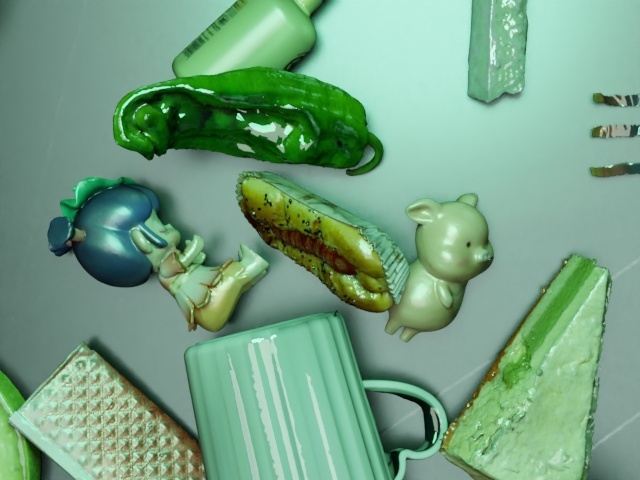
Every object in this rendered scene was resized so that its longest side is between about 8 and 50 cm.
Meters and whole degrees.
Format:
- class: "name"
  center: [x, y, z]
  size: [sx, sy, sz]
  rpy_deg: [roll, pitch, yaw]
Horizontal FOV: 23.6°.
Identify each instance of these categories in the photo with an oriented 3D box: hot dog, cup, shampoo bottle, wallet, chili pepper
- class: "hot dog"
  center: [0.000, 0.000, 1.364]
  size: [0.191, 0.108, 0.059]
  rpy_deg: [30, 64, 36]
- class: "cup"
  center: [-0.013, 0.172, 1.384]
  size: [0.167, 0.221, 0.202]
  rpy_deg: [-16, 87, 40]
- class: "shampoo bottle"
  center: [-0.054, -0.185, 1.394]
  size: [0.162, 0.079, 0.079]
  rpy_deg: [-42, 88, 5]
- class: "wallet"
  center: [-0.184, 0.194, 1.427]
  size: [0.196, 0.020, 0.103]
  rpy_deg: [41, 77, -2]
- class: "chili pepper"
  center: [-0.058, -0.103, 1.350]
  size: [0.257, 0.074, 0.100]
  rpy_deg: [4, 108, -17]

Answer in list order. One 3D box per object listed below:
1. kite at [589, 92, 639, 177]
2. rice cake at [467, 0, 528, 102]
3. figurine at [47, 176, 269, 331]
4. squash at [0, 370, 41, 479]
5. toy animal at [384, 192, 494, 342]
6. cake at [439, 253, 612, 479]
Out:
- class: "kite"
  center: [0.367, -0.098, 1.387]
  size: [0.245, 0.015, 0.141]
  rpy_deg: [-1, 91, 2]
- class: "rice cake"
  center: [0.160, -0.259, 1.383]
  size: [0.049, 0.055, 0.269]
  rpy_deg: [0, 94, -14]
- class: "figurine"
  center: [-0.153, 0.011, 1.395]
  size: [0.195, 0.111, 0.102]
  rpy_deg: [32, 74, 4]
- class: "squash"
  center: [-0.396, 0.211, 1.455]
  size: [0.252, 0.049, 0.252]
  rpy_deg: [0, 91, 5]
- class: "toy animal"
  center: [0.104, 0.024, 1.385]
  size: [0.089, 0.083, 0.150]
  rpy_deg: [25, 95, 7]
- class: "cake"
  center: [0.217, 0.135, 1.377]
  size: [0.117, 0.086, 0.220]
  rpy_deg: [37, 85, -20]
